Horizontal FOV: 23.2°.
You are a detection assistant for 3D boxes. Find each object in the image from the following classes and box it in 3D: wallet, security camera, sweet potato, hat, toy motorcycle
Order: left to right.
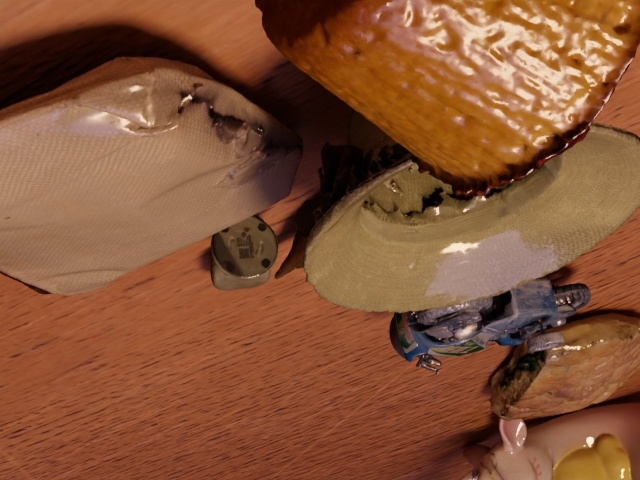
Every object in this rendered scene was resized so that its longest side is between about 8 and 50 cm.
[{"bbox_3d":[-0.165,-0.040,1.072,0.274,0.068,0.335,-20,161,16],"label":"wallet"},{"bbox_3d":[-0.066,0.016,1.268,0.058,0.058,0.092,-10,167,-14],"label":"security camera"},{"bbox_3d":[0.000,0.000,1.260,0.049,0.049,0.117,10,141,-43],"label":"sweet potato"},{"bbox_3d":[0.093,-0.062,1.094,0.257,0.130,0.257,-13,154,-7],"label":"hat"},{"bbox_3d":[0.152,0.071,1.456,0.135,0.092,0.254,-24,165,37],"label":"toy motorcycle"}]

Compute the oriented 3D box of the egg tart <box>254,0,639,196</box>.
[{"bbox_3d":[0.067,-0.143,0.851,0.170,0.215,0.215,20,139,-31],"label":"egg tart"}]

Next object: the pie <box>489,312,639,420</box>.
[{"bbox_3d":[0.285,0.140,1.716,0.185,0.052,0.218,-4,151,-21],"label":"pie"}]

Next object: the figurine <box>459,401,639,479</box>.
[{"bbox_3d":[0.283,0.321,1.854,0.315,0.284,0.206,-5,153,2],"label":"figurine"}]
